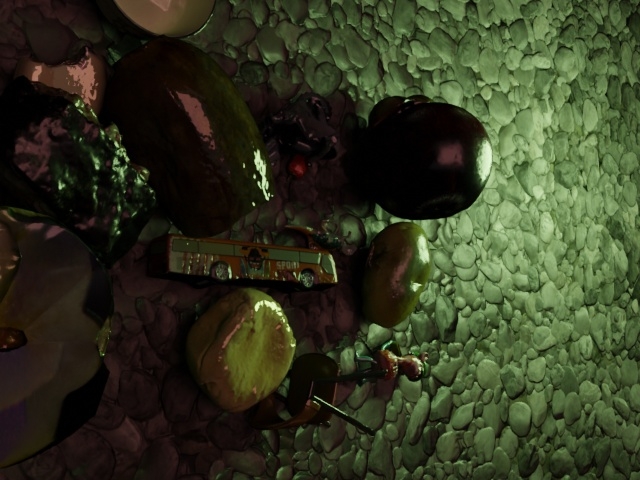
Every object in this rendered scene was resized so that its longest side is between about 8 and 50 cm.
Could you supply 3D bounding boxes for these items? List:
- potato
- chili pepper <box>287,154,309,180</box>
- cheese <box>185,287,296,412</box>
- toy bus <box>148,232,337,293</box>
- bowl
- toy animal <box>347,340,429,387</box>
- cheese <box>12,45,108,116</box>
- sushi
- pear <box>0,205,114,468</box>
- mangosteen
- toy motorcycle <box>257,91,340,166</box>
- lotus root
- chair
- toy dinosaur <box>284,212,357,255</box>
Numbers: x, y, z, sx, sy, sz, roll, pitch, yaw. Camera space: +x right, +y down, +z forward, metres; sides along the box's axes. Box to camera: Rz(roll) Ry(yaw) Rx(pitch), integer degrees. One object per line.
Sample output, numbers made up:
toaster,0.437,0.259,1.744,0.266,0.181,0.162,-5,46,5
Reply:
potato,0.165,0.075,1.848,0.169,0.143,0.248,23,80,-40
chili pepper,-0.022,-0.194,1.787,0.045,0.027,0.178,49,57,-24
cheese,-0.146,0.213,1.576,0.226,0.117,0.214,-49,127,-22
toy bus,-0.143,0.053,1.626,0.409,0.093,0.092,7,76,-39
bowl,-0.320,-0.471,1.505,0.238,0.126,0.237,4,84,-38
toy animal,0.154,0.278,1.863,0.208,0.100,0.103,-2,48,-37
cheese,-0.449,-0.213,1.411,0.163,0.071,0.248,1,94,-41
sushi,-0.397,-0.101,1.303,0.171,0.211,0.350,-50,144,-20
pear,-0.511,0.127,1.236,0.399,0.165,0.398,-8,107,-27
mangosteen,0.240,-0.193,1.844,0.300,0.300,0.300,4,83,-39
toy motorcycle,-0.058,-0.209,1.694,0.270,0.106,0.159,-35,89,-36
lotus root,-0.238,-0.197,1.472,0.250,0.250,0.346,-44,117,-33
chair,-0.015,0.316,1.664,0.247,0.159,0.172,21,75,-37
toy dinosaur,0.002,0.001,1.785,0.187,0.044,0.106,-17,112,-40
